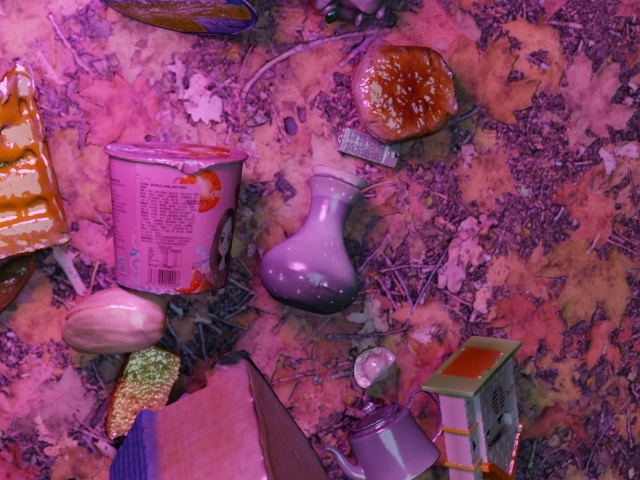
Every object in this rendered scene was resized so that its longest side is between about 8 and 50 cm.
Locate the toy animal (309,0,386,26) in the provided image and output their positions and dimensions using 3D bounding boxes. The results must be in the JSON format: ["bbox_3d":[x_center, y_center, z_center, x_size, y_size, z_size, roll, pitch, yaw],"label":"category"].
[{"bbox_3d":[-0.005,-0.468,1.836,0.251,0.125,0.127,20,49,-25],"label":"toy animal"}]

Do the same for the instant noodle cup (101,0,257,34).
[{"bbox_3d":[-0.212,-0.530,1.723,0.284,0.284,0.312,11,84,-16],"label":"instant noodle cup"}]

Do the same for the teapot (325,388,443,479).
[{"bbox_3d":[0.127,0.363,1.956,0.239,0.162,0.149,-28,90,-16],"label":"teapot"}]

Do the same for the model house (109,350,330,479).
[{"bbox_3d":[-0.178,0.465,1.794,0.343,0.334,0.382,-28,126,6],"label":"model house"}]

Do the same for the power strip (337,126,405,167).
[{"bbox_3d":[0.097,-0.171,1.953,0.136,0.019,0.050,17,89,-16],"label":"power strip"}]

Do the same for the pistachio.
[{"bbox_3d":[-0.351,0.131,1.783,0.145,0.201,0.117,49,43,-51],"label":"pistachio"}]

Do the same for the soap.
[{"bbox_3d":[-0.603,-0.106,1.695,0.339,0.169,0.304,-15,99,-15],"label":"soap"}]

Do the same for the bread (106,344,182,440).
[{"bbox_3d":[-0.316,0.267,1.863,0.103,0.065,0.187,15,90,-18],"label":"bread"}]

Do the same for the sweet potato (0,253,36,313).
[{"bbox_3d":[-0.555,0.099,1.782,0.060,0.068,0.205,36,91,9],"label":"sweet potato"}]

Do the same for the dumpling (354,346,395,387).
[{"bbox_3d":[0.100,0.238,1.987,0.052,0.057,0.076,8,122,-51],"label":"dumpling"}]

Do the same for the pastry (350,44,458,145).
[{"bbox_3d":[0.150,-0.271,1.919,0.193,0.093,0.182,-14,98,-18],"label":"pastry"}]

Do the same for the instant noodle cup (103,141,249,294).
[{"bbox_3d":[-0.245,-0.041,1.770,0.243,0.243,0.231,0,102,-15],"label":"instant noodle cup"}]

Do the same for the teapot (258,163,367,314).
[{"bbox_3d":[0.000,0.000,1.877,0.184,0.183,0.250,20,78,-16],"label":"teapot"}]

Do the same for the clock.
[{"bbox_3d":[0.297,0.341,1.969,0.220,0.106,0.255,-32,119,-50],"label":"clock"}]
